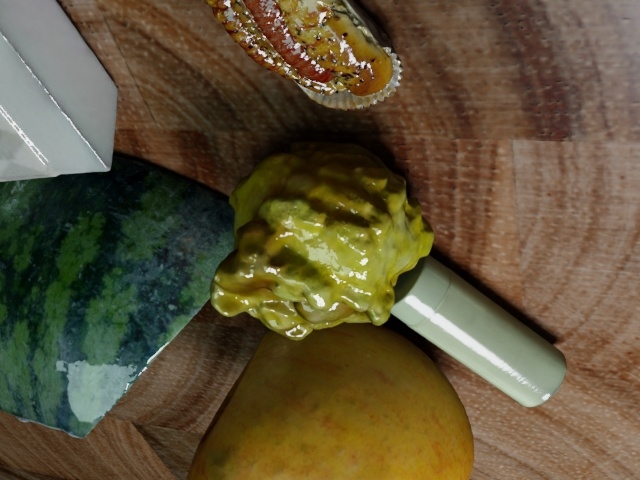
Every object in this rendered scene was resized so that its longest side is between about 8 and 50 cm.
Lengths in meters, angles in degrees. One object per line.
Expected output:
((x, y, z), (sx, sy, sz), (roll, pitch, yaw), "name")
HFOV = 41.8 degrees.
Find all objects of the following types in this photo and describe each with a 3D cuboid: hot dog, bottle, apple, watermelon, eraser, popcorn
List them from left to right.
((-0.392, -0.147, 0.795), (0.397, 0.082, 0.213), (-1, 139, 27), "eraser")
((-0.199, 0.071, 0.902), (0.250, 0.283, 0.292), (13, 172, 34), "watermelon")
((-0.021, -0.167, 0.619), (0.099, 0.053, 0.192), (-23, 128, 38), "hot dog")
((0.001, 0.005, 0.749), (0.198, 0.155, 0.197), (3, 139, 2), "popcorn")
((0.013, 0.232, 0.910), (0.275, 0.299, 0.299), (36, 142, -4), "apple")
((0.155, 0.090, 0.849), (0.201, 0.072, 0.072), (36, 141, -19), "bottle")
